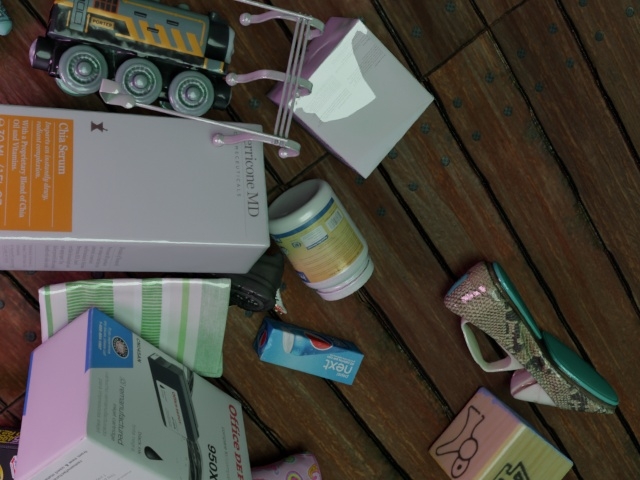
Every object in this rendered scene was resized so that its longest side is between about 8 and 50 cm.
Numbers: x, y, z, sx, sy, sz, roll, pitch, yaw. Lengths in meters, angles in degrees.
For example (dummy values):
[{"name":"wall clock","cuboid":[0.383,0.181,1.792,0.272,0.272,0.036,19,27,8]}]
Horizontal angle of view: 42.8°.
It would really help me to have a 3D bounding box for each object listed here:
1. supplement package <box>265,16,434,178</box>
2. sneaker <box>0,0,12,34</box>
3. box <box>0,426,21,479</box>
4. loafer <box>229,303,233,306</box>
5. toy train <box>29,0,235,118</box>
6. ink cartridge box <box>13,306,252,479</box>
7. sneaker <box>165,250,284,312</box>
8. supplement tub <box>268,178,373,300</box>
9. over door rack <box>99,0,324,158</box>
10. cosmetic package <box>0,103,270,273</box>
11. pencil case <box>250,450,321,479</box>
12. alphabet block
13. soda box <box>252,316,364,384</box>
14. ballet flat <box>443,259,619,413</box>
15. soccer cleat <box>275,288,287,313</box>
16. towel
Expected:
[{"name":"supplement package","cuboid":[0.051,-0.260,1.473,0.203,0.149,0.194,41,91,-25]},{"name":"sneaker","cuboid":[-0.607,-0.295,1.262,0.283,0.110,0.122,-37,118,-5]},{"name":"box","cuboid":[-0.533,0.476,1.492,0.216,0.060,0.270,2,109,15]},{"name":"loafer","cuboid":[-0.164,0.097,1.565,0.148,0.050,0.056,-37,114,-5]},{"name":"toy train","cuboid":[-0.299,-0.316,1.350,0.334,0.142,0.190,9,94,-22]},{"name":"ink cartridge box","cuboid":[-0.305,0.344,1.413,0.166,0.285,0.395,-35,128,16]},{"name":"sneaker","cuboid":[-0.198,0.023,1.510,0.286,0.109,0.130,28,60,-11]},{"name":"supplement tub","cuboid":[0.000,0.000,1.539,0.144,0.144,0.200,-36,114,-5]},{"name":"over door rack","cuboid":[-0.168,-0.284,1.296,0.324,0.108,0.239,15,76,-21]},{"name":"cosmetic package","cuboid":[-0.325,-0.076,1.344,0.453,0.161,0.230,1,71,-20]},{"name":"pencil case","cuboid":[-0.140,0.511,1.668,0.284,0.124,0.124,-9,109,-16]},{"name":"alphabet block","cuboid":[0.394,0.477,1.800,0.193,0.192,0.197,39,92,-23]},{"name":"soda box","cuboid":[-0.024,0.222,1.643,0.210,0.067,0.071,19,99,-24]},{"name":"ballet flat","cuboid":[0.442,0.243,1.781,0.182,0.164,0.483,-39,110,20]},{"name":"soccer cleat","cuboid":[-0.088,0.111,1.608,0.035,0.029,0.083,-41,110,1]},{"name":"towel","cuboid":[-0.332,0.165,1.469,0.324,0.038,0.248,1,129,-12]}]
